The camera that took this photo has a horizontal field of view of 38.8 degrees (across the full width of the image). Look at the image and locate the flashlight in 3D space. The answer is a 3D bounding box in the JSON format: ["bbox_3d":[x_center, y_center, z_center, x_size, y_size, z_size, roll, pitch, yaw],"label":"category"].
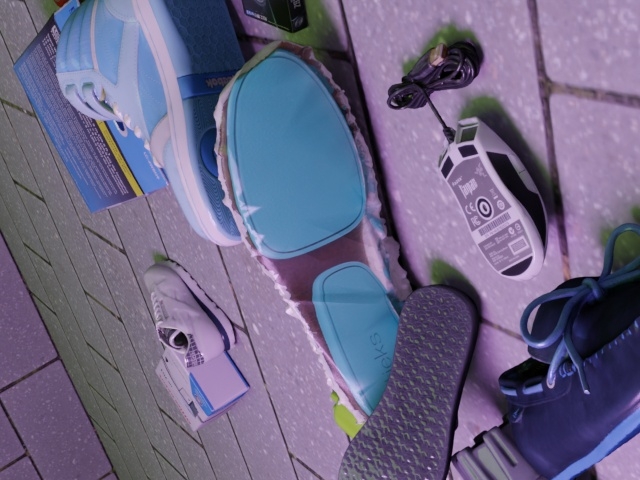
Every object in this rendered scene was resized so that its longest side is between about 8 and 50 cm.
[{"bbox_3d":[0.237,0.302,0.822,0.304,0.103,0.103,52,157,13],"label":"flashlight"}]

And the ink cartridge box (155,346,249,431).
[{"bbox_3d":[-0.209,0.239,1.578,0.140,0.082,0.191,55,153,9],"label":"ink cartridge box"}]

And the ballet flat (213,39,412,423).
[{"bbox_3d":[0.000,0.000,0.904,0.147,0.147,0.409,14,129,56],"label":"ballet flat"}]

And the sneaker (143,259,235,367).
[{"bbox_3d":[-0.236,0.115,1.479,0.235,0.095,0.090,37,148,41],"label":"sneaker"}]

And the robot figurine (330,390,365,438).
[{"bbox_3d":[0.062,0.211,1.075,0.115,0.067,0.101,35,145,40],"label":"robot figurine"}]

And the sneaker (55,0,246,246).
[{"bbox_3d":[-0.174,-0.133,0.967,0.208,0.127,0.319,-18,83,39],"label":"sneaker"}]

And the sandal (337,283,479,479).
[{"bbox_3d":[0.093,0.166,0.866,0.097,0.054,0.254,23,98,21],"label":"sandal"}]

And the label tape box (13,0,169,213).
[{"bbox_3d":[-0.279,-0.182,1.226,0.347,0.115,0.249,-9,110,60],"label":"label tape box"}]

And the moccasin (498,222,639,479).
[{"bbox_3d":[0.190,0.081,0.634,0.117,0.137,0.342,54,153,21],"label":"moccasin"}]

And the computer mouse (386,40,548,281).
[{"bbox_3d":[0.125,-0.059,0.710,0.193,0.042,0.106,63,150,6],"label":"computer mouse"}]

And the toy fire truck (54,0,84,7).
[{"bbox_3d":[-0.392,-0.388,1.278,0.192,0.047,0.135,54,154,10],"label":"toy fire truck"}]

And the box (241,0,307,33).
[{"bbox_3d":[-0.048,-0.237,0.855,0.083,0.018,0.067,33,144,43],"label":"box"}]
